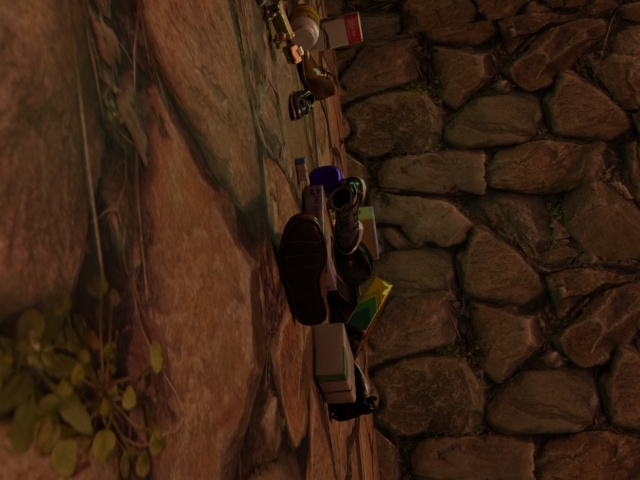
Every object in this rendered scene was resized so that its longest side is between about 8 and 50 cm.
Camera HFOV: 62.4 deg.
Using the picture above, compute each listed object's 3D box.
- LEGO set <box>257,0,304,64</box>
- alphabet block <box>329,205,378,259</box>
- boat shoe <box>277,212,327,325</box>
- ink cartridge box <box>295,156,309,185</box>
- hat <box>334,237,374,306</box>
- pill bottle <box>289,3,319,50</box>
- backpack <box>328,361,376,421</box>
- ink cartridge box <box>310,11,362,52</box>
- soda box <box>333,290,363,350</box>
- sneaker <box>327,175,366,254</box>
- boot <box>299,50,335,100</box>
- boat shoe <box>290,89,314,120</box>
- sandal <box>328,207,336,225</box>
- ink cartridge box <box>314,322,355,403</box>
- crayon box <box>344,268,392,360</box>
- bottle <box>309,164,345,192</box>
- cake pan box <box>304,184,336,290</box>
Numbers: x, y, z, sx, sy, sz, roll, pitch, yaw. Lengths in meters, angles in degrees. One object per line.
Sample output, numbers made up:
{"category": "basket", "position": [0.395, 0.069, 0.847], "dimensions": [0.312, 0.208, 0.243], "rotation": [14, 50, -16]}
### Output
{"category": "LEGO set", "position": [-0.097, -0.576, 1.334], "dimensions": [0.107, 0.132, 0.287], "rotation": [-64, 174, -46]}
{"category": "alphabet block", "position": [0.145, -0.025, 2.298], "dimensions": [0.192, 0.197, 0.193], "rotation": [-78, 161, -70]}
{"category": "boat shoe", "position": [-0.039, 0.055, 1.222], "dimensions": [0.104, 0.111, 0.307], "rotation": [-93, -178, -54]}
{"category": "ink cartridge box", "position": [-0.054, -0.206, 1.593], "dimensions": [0.048, 0.028, 0.083], "rotation": [-69, 151, -74]}
{"category": "hat", "position": [0.129, 0.080, 2.011], "dimensions": [0.331, 0.134, 0.331], "rotation": [57, 20, -34]}
{"category": "pill bottle", "position": [-0.055, -0.699, 1.741], "dimensions": [0.184, 0.103, 0.103], "rotation": [-90, 170, -46]}
{"category": "backpack", "position": [0.088, 0.477, 1.699], "dimensions": [0.115, 0.152, 0.181], "rotation": [81, -7, -61]}
{"category": "ink cartridge box", "position": [0.036, -0.796, 2.023], "dimensions": [0.172, 0.237, 0.100], "rotation": [-82, 161, -62]}
{"category": "soda box", "position": [0.118, 0.327, 2.171], "dimensions": [0.083, 0.092, 0.263], "rotation": [-75, 157, -69]}
{"category": "sneaker", "position": [0.076, -0.080, 1.744], "dimensions": [0.153, 0.101, 0.268], "rotation": [-13, 111, -65]}
{"category": "boot", "position": [-0.016, -0.624, 1.946], "dimensions": [0.305, 0.115, 0.112], "rotation": [60, 26, -69]}
{"category": "boat shoe", "position": [-0.054, -0.430, 1.652], "dimensions": [0.206, 0.065, 0.075], "rotation": [-83, 164, -62]}
{"category": "sandal", "position": [0.057, -0.117, 2.134], "dimensions": [0.240, 0.088, 0.079], "rotation": [-48, 137, -74]}
{"category": "ink cartridge box", "position": [0.044, 0.368, 1.563], "dimensions": [0.219, 0.093, 0.160], "rotation": [75, 12, -50]}
{"category": "crayon box", "position": [0.177, 0.280, 2.004], "dimensions": [0.318, 0.081, 0.202], "rotation": [-53, 163, -41]}
{"category": "bottle", "position": [0.033, -0.203, 1.906], "dimensions": [0.283, 0.118, 0.092], "rotation": [12, 68, -81]}
{"category": "cake pan box", "position": [0.000, 0.000, 1.677], "dimensions": [0.266, 0.070, 0.245], "rotation": [74, 14, -52]}
